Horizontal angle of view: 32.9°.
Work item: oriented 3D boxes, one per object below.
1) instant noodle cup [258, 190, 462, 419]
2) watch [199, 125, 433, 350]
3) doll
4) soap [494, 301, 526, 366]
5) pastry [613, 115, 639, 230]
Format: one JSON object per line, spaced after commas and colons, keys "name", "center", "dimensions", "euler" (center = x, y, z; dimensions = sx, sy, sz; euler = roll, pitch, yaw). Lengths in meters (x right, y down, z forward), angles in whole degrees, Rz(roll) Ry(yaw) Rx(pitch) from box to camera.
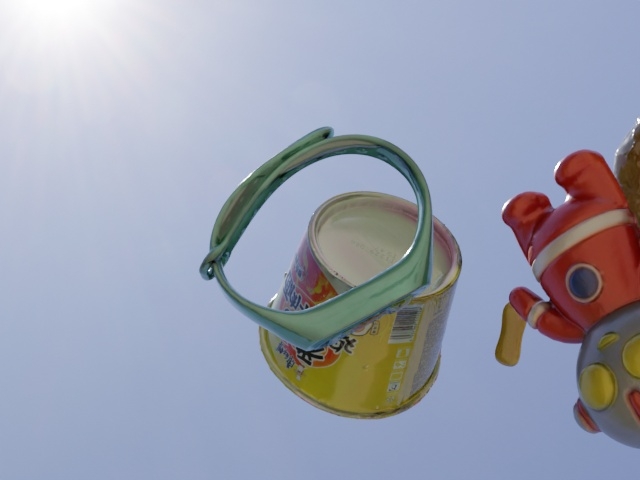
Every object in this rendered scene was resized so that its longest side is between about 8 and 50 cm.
{"name": "instant noodle cup", "center": [0.059, 0.073, 1.430], "dimensions": [0.264, 0.200, 0.264], "euler": [9, -139, -8]}
{"name": "watch", "center": [0.000, 0.000, 1.059], "dimensions": [0.237, 0.068, 0.195], "euler": [-29, -101, -6]}
{"name": "doll", "center": [0.283, 0.076, 1.045], "dimensions": [0.105, 0.200, 0.336], "euler": [11, -130, -45]}
{"name": "soap", "center": [0.244, 0.119, 1.384], "dimensions": [0.034, 0.012, 0.089], "euler": [13, -72, 19]}
{"name": "pastry", "center": [0.467, -0.077, 1.283], "dimensions": [0.236, 0.121, 0.257], "euler": [31, -69, 20]}
